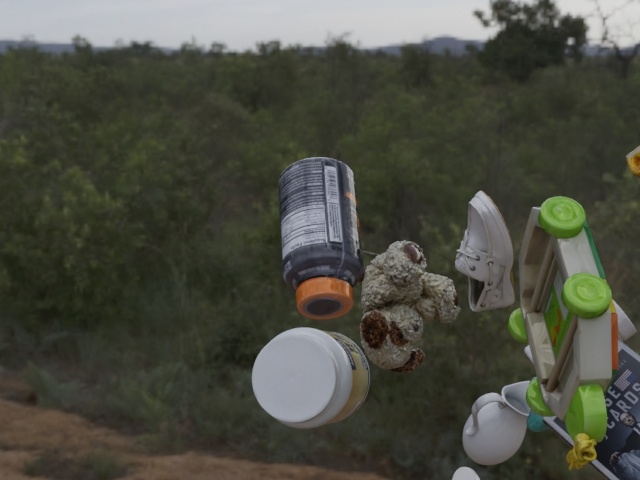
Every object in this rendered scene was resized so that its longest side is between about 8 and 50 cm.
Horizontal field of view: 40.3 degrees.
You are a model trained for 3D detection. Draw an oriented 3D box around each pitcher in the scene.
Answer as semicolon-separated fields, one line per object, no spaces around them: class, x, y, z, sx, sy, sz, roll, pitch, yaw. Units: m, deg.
pitcher;0.378;0.402;1.916;0.177;0.207;0.125;7;42;-26

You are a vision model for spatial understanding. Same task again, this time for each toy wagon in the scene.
toy wagon;0.313;0.124;1.114;0.068;0.267;0.344;-4;52;-2

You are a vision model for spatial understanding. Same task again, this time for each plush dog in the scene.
plush dog;0.144;0.151;1.787;0.210;0.225;0.262;-6;-33;33

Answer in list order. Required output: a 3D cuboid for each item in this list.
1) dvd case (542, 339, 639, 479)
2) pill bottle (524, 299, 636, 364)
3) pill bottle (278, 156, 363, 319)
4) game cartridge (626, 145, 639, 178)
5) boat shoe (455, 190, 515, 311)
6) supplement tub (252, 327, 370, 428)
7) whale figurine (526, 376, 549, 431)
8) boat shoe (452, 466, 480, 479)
dvd case;0.484;0.288;1.317;0.238;0.179;0.029;42;-5;34
pill bottle;0.595;0.235;1.992;0.229;0.131;0.131;-37;8;7
pill bottle;0.000;0.000;1.389;0.130;0.246;0.130;-3;-32;-2
game cartridge;0.683;-0.136;1.352;0.323;0.053;0.285;24;-48;-34
boat shoe;0.297;0.035;1.615;0.096;0.277;0.098;-22;39;-5
supplement tub;-0.020;0.322;2.047;0.228;0.228;0.316;3;-7;15
whale figurine;0.510;0.312;1.579;0.272;0.216;0.141;5;-5;19
boat shoe;0.295;0.505;1.592;0.066;0.184;0.063;-36;-33;21
